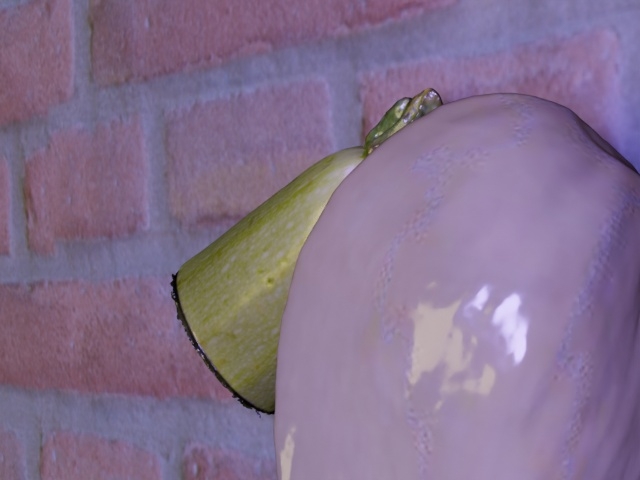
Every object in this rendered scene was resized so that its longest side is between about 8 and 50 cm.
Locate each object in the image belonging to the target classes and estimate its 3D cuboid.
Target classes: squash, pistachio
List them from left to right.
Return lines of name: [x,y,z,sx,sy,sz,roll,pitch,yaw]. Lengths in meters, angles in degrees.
squash: [-0.004,0.012,1.087,0.287,0.137,0.137,-44,58,44]
pistachio: [0.085,0.083,0.888,0.208,0.226,0.332,-90,13,-81]
